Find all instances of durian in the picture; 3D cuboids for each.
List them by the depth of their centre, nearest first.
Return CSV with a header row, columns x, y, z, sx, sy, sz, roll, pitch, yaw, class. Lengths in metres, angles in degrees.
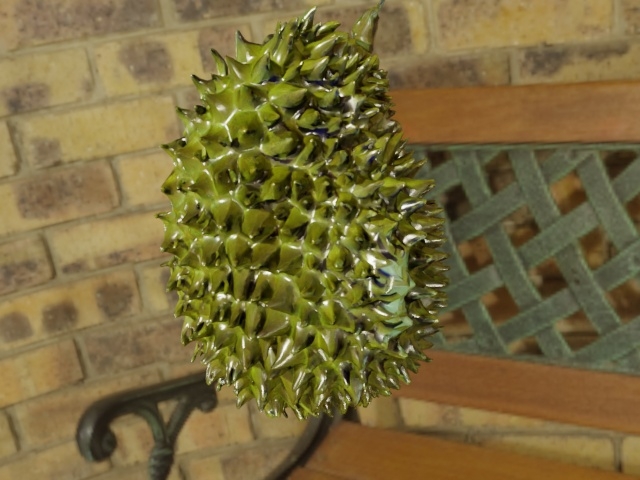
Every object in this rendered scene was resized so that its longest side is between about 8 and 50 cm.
x,y,z,sx,sy,sz,roll,pitch,yaw,class
0.002,0.003,0.417,0.137,0.220,0.095,-20,23,-32,durian
